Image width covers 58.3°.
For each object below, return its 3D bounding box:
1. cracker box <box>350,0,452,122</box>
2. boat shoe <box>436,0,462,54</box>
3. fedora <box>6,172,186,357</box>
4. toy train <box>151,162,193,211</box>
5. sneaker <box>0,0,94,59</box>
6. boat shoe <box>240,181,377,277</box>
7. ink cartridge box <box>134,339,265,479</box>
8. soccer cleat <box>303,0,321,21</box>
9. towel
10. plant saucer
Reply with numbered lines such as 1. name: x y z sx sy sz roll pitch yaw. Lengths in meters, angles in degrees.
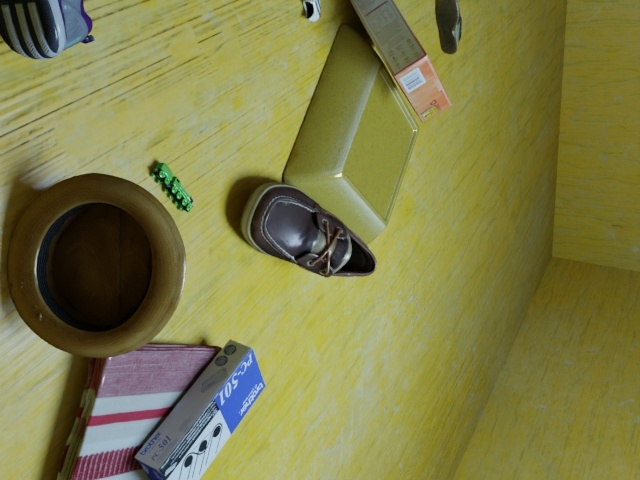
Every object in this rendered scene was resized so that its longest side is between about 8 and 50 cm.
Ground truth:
1. cracker box: 0.139 -0.342 1.021 0.156 0.067 0.232 36 29 -56
2. boat shoe: 0.312 -0.527 1.384 0.152 0.056 0.049 78 32 -49
3. fedora: -0.231 0.025 0.617 0.079 0.195 0.194 -117 -146 -82
4. toy train: -0.190 -0.069 0.748 0.083 0.017 0.023 60 40 -48
5. sneaker: -0.266 -0.286 0.521 0.098 0.083 0.223 -65 157 -61
6. boat shoe: 0.000 0.000 0.965 0.342 0.123 0.123 36 77 -58
7. ink cartridge box: -0.160 0.250 0.807 0.207 0.046 0.097 -52 144 -38
8. soccer cleat: -0.014 -0.394 0.918 0.036 0.029 0.083 -38 135 -53
9. towel: -0.246 0.297 0.760 0.237 0.037 0.328 22 83 -60
10. plant saucer: 0.090 -0.179 1.106 0.333 0.081 0.332 39 66 -55
